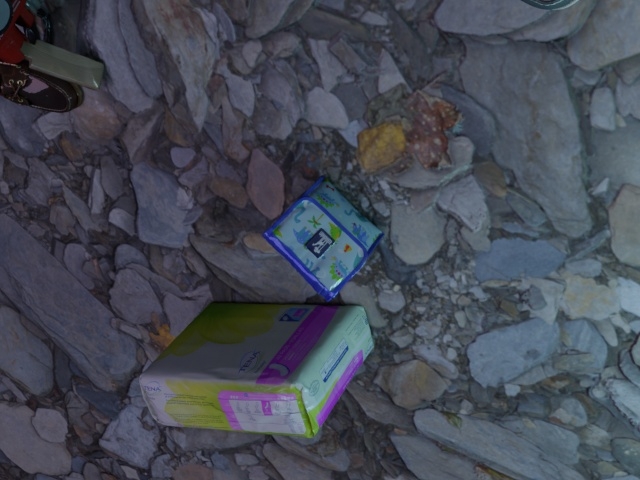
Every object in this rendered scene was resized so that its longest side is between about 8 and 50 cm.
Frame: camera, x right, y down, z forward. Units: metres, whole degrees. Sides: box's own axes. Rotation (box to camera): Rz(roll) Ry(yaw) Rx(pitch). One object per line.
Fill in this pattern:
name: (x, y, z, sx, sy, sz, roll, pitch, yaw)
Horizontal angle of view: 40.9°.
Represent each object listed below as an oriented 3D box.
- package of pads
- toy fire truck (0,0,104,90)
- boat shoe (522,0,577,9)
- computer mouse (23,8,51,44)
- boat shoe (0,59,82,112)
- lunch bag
package of pads: (-0.098, 0.190, 1.298, 0.297, 0.229, 0.101, -2, 117, 30)
toy fire truck: (-0.396, -0.333, 1.195, 0.158, 0.217, 0.246, 22, 168, 14)
boat shoe: (0.161, -0.366, 0.906, 0.116, 0.099, 0.319, -34, 99, 38)
computer mouse: (-0.453, -0.380, 1.263, 0.071, 0.041, 0.242, 2, 120, 26)
boat shoe: (-0.474, -0.245, 1.336, 0.207, 0.073, 0.073, 22, 125, 14)
lunch bag: (0.000, 0.000, 1.180, 0.129, 0.151, 0.096, 44, 129, -1)
